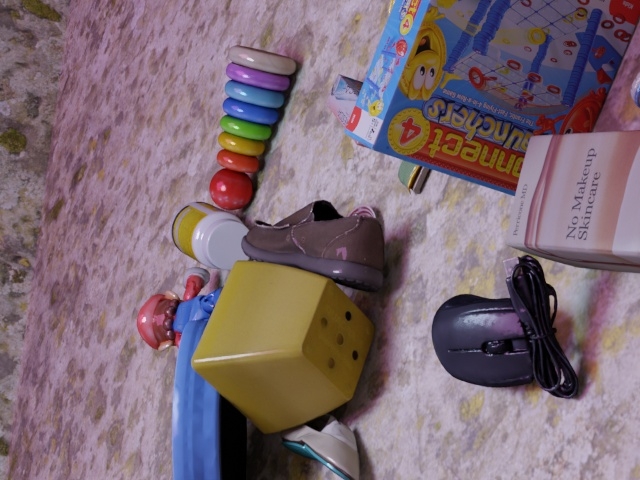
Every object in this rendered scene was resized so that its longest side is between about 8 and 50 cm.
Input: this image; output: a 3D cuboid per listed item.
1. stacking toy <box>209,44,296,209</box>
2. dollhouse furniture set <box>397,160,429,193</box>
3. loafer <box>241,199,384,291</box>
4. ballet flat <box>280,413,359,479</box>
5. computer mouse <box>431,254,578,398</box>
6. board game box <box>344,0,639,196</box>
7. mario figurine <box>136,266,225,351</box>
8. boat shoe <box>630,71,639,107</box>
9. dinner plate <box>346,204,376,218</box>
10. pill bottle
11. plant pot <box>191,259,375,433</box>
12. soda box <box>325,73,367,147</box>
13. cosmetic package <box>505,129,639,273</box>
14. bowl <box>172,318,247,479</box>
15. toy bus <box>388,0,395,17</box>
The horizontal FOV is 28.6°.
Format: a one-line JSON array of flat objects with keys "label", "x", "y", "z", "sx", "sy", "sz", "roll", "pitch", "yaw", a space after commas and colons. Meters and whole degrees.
[{"label": "stacking toy", "x": -0.151, "y": -0.222, "z": 2.552, "sx": 0.141, "sy": 0.141, "sz": 0.330, "roll": 34, "pitch": 113, "yaw": 62}, {"label": "dollhouse furniture set", "x": 0.148, "y": -0.154, "z": 1.995, "sx": 0.151, "sy": 0.059, "sz": 0.076, "roll": -66, "pitch": 27, "yaw": 15}, {"label": "loafer", "x": 0.000, "y": 0.000, "z": 2.104, "sx": 0.366, "sy": 0.134, "sz": 0.130, "roll": 11, "pitch": 82, "yaw": 54}, {"label": "ballet flat", "x": 0.007, "y": 0.317, "z": 1.997, "sx": 0.248, "sy": 0.086, "sz": 0.086, "roll": 10, "pitch": 85, "yaw": 64}, {"label": "computer mouse", "x": 0.214, "y": 0.126, "z": 1.640, "sx": 0.272, "sy": 0.072, "sz": 0.188, "roll": -16, "pitch": 92, "yaw": 65}, {"label": "board game box", "x": 0.226, "y": -0.225, "z": 1.610, "sx": 0.086, "sy": 0.308, "sz": 0.302, "roll": 39, "pitch": 111, "yaw": 60}, {"label": "mario figurine", "x": -0.230, "y": 0.160, "z": 2.528, "sx": 0.320, "sy": 0.170, "sz": 0.198, "roll": -8, "pitch": 32, "yaw": 50}, {"label": "boat shoe", "x": 0.438, "y": -0.219, "z": 1.480, "sx": 0.066, "sy": 0.066, "sz": 0.183, "roll": -113, "pitch": 35, "yaw": -44}, {"label": "dinner plate", "x": 0.063, "y": 0.010, "z": 2.116, "sx": 0.141, "sy": 0.017, "sz": 0.141, "roll": -40, "pitch": 41, "yaw": 48}, {"label": "pill bottle", "x": -0.219, "y": -0.007, "z": 2.552, "sx": 0.208, "sy": 0.119, "sz": 0.119, "roll": 23, "pitch": 97, "yaw": 64}, {"label": "plant pot", "x": -0.041, "y": 0.164, "z": 1.993, "sx": 0.187, "sy": 0.212, "sz": 0.212, "roll": -9, "pitch": 46, "yaw": 39}, {"label": "soda box", "x": 0.070, "y": -0.222, "z": 2.183, "sx": 0.063, "sy": 0.058, "sz": 0.183, "roll": -64, "pitch": 29, "yaw": 20}, {"label": "cosmetic package", "x": 0.361, "y": -0.042, "z": 1.448, "sx": 0.296, "sy": 0.129, "sz": 0.153, "roll": 2, "pitch": 78, "yaw": 63}, {"label": "bowl", "x": -0.182, "y": 0.329, "z": 2.142, "sx": 0.391, "sy": 0.077, "sz": 0.391, "roll": -1, "pitch": -90, "yaw": -86}, {"label": "toy bus", "x": 0.239, "y": -0.340, "z": 1.824, "sx": 0.211, "sy": 0.220, "sz": 0.149, "roll": 26, "pitch": 100, "yaw": 29}]
